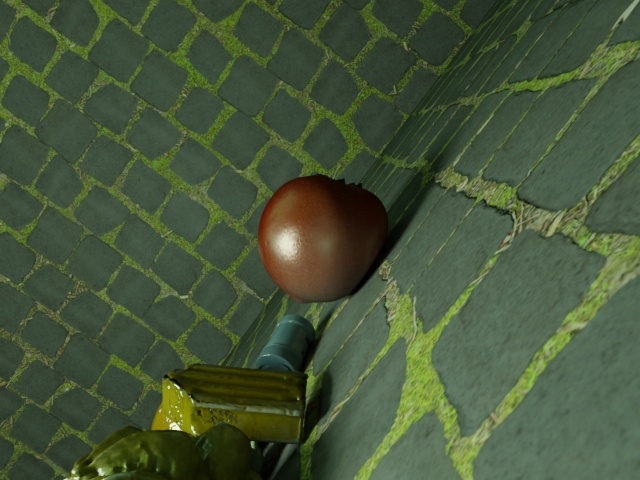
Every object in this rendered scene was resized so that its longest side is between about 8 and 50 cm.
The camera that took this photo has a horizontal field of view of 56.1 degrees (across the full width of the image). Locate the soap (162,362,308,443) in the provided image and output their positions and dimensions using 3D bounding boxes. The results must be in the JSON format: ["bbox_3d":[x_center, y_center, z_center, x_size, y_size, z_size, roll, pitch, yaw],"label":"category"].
[{"bbox_3d":[-0.154,0.283,1.060,0.160,0.257,0.080,-77,-9,-80],"label":"soap"}]

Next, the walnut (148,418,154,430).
[{"bbox_3d":[-0.412,0.572,1.808,0.224,0.224,0.224,-53,5,7],"label":"walnut"}]

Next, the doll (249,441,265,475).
[{"bbox_3d":[-0.182,0.449,1.087,0.275,0.113,0.155,-47,12,-6],"label":"doll"}]

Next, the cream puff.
[{"bbox_3d":[-0.242,0.411,0.839,0.378,0.275,0.378,-59,1,2],"label":"cream puff"}]

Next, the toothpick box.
[{"bbox_3d":[-0.080,0.258,1.410,0.101,0.101,0.153,-50,5,34],"label":"toothpick box"}]

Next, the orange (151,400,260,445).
[{"bbox_3d":[-0.232,0.388,1.246,0.236,0.236,0.236,-53,5,7],"label":"orange"}]

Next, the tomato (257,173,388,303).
[{"bbox_3d":[0.000,0.000,1.439,0.322,0.321,0.321,-53,5,7],"label":"tomato"}]
